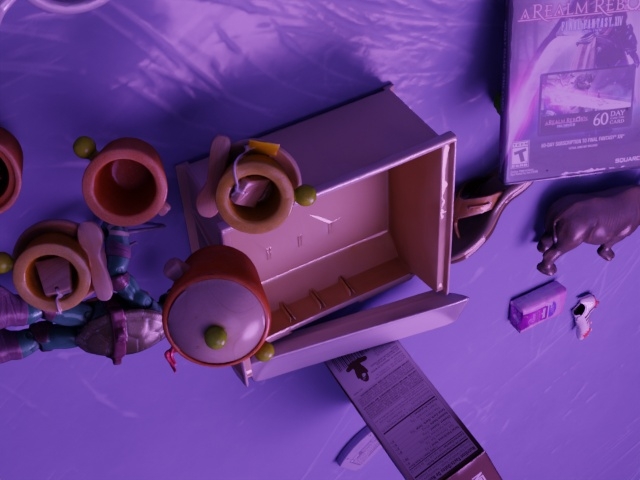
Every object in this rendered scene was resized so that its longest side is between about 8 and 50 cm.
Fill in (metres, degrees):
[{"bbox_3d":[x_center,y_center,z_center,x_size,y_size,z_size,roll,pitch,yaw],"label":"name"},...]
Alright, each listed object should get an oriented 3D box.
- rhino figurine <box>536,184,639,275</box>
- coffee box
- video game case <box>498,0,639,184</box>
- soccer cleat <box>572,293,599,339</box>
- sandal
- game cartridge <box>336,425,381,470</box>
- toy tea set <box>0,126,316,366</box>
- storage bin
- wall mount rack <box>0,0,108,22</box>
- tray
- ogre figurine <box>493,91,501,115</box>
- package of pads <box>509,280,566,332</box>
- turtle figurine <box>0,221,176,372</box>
[{"bbox_3d":[0.395,-0.030,1.501,0.243,0.073,0.106,-14,137,-29],"label":"rhino figurine"},{"bbox_3d":[0.119,0.235,1.407,0.098,0.246,0.141,-36,141,-2],"label":"coffee box"},{"bbox_3d":[0.292,-0.201,1.200,0.196,0.026,0.274,-7,117,-10],"label":"video game case"},{"bbox_3d":[0.396,0.117,1.677,0.036,0.029,0.083,-6,128,-21],"label":"soccer cleat"},{"bbox_3d":[0.196,-0.052,1.338,0.049,0.072,0.180,34,103,-33],"label":"sandal"},{"bbox_3d":[0.063,0.300,1.609,0.083,0.017,0.056,-48,143,11],"label":"game cartridge"},{"bbox_3d":[-0.176,0.004,0.954,0.336,0.124,0.200,6,115,-7],"label":"toy tea set"},{"bbox_3d":[0.000,0.000,1.193,0.262,0.123,0.260,-23,137,-18],"label":"storage bin"},{"bbox_3d":[-0.273,-0.215,0.780,0.304,0.130,0.350,-45,139,8],"label":"wall mount rack"},{"bbox_3d":[0.041,0.111,1.333,0.270,0.030,0.145,-16,165,-4],"label":"tray"},{"bbox_3d":[0.304,-0.155,1.303,0.197,0.097,0.118,35,119,-19],"label":"ogre figurine"},{"bbox_3d":[0.313,0.094,1.588,0.083,0.032,0.050,-22,135,-19],"label":"package of pads"},{"bbox_3d":[-0.214,0.065,1.109,0.234,0.118,0.175,-7,132,-24],"label":"turtle figurine"}]
